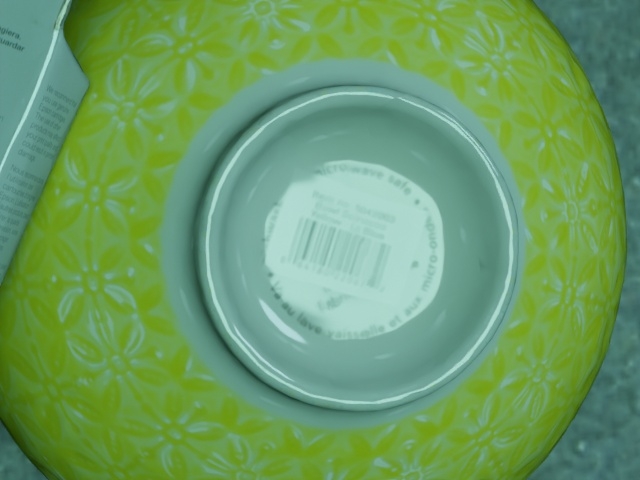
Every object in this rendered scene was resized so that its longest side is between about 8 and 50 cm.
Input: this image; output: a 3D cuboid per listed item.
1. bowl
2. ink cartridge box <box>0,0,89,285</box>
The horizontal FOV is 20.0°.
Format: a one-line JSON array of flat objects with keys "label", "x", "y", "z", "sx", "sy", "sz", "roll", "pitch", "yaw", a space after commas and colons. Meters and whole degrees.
[{"label": "bowl", "x": 0.000, "y": 0.000, "z": 0.706, "sx": 0.289, "sy": 0.156, "sz": 0.289, "roll": 0, "pitch": 91, "yaw": -10}, {"label": "ink cartridge box", "x": -0.204, "y": -0.054, "z": 0.677, "sx": 0.223, "sy": 0.045, "sz": 0.224, "roll": 24, "pitch": 89, "yaw": 17}]
